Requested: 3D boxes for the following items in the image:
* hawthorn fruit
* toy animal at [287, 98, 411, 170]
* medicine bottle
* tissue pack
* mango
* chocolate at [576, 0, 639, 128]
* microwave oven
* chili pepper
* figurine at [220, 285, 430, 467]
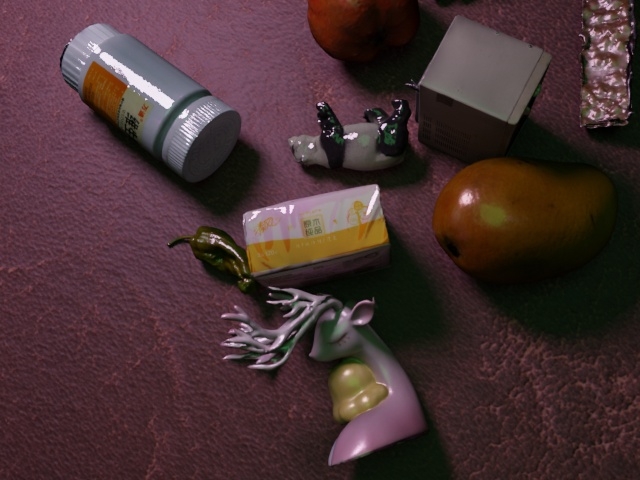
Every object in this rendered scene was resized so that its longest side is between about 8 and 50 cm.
[{"bbox_3d":[0.061,-0.451,1.305,0.207,0.207,0.243,-25,71,0],"label":"hawthorn fruit"},{"bbox_3d":[0.051,-0.184,1.292,0.225,0.094,0.121,-1,85,5],"label":"toy animal"},{"bbox_3d":[-0.313,-0.257,1.313,0.318,0.158,0.158,38,83,14],"label":"medicine bottle"},{"bbox_3d":[0.000,0.000,1.200,0.225,0.185,0.124,-13,75,3],"label":"tissue pack"},{"bbox_3d":[0.343,-0.038,1.181,0.317,0.173,0.211,-9,75,-7],"label":"mango"},{"bbox_3d":[0.515,-0.351,1.289,0.102,0.065,0.329,2,75,22],"label":"chocolate"},{"bbox_3d":[0.257,-0.239,1.198,0.194,0.240,0.145,30,82,13],"label":"microwave oven"},{"bbox_3d":[-0.182,0.016,1.273,0.204,0.072,0.073,33,56,25],"label":"chili pepper"},{"bbox_3d":[-0.002,0.202,1.152,0.284,0.206,0.316,-17,70,-9],"label":"figurine"}]
